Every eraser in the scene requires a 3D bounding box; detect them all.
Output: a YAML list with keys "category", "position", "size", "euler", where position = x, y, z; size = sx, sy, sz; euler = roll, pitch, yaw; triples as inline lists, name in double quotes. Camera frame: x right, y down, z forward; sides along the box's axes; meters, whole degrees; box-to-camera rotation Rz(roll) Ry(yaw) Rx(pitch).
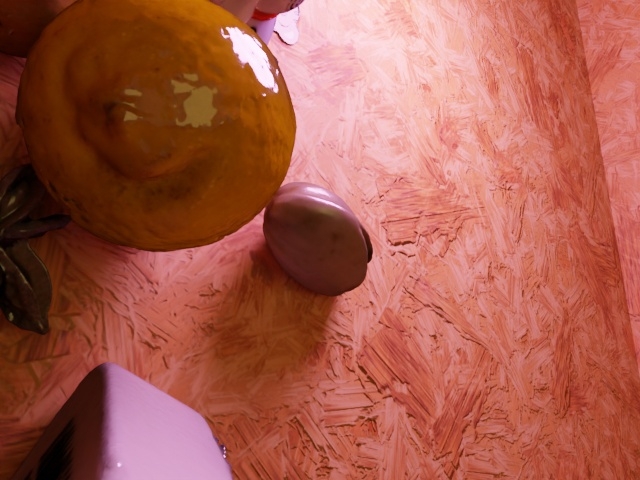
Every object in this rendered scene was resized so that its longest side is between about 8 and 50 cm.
- category: "eraser"
  position: [-0.179, 0.265, 0.429]
  size: [0.150, 0.331, 0.331]
  euler: [43, 51, -25]

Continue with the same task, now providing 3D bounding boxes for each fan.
- category: "fan"
  position: [-0.093, -0.476, 0.965]
  size: [0.153, 0.008, 0.226]
  euler: [19, 65, -37]

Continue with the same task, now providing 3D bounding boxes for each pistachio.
- category: "pistachio"
  position: [0.000, 0.000, 0.809]
  size: [0.137, 0.153, 0.238]
  euler: [-67, 149, -23]

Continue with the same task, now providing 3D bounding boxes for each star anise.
- category: "star anise"
  position: [-0.353, -0.004, 0.517]
  size: [0.197, 0.073, 0.212]
  euler: [24, 58, -40]

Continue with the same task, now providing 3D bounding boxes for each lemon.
- category: "lemon"
  position: [-0.168, -0.124, 0.573]
  size: [0.297, 0.297, 0.297]
  euler: [16, 66, -40]

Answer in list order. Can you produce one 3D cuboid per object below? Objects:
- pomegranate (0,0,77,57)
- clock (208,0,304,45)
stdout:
- category: "pomegranate"
  position: [-0.324, -0.297, 0.566]
  size: [0.191, 0.191, 0.191]
  euler: [16, 66, -40]
- category: "clock"
  position: [-0.108, -0.355, 0.743]
  size: [0.189, 0.254, 0.188]
  euler: [16, 63, -35]
